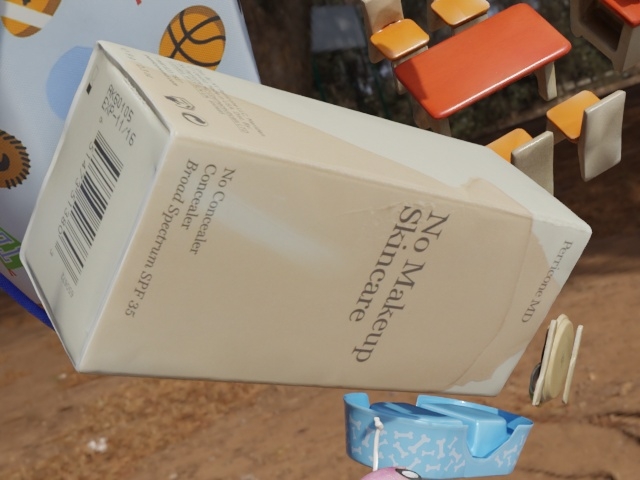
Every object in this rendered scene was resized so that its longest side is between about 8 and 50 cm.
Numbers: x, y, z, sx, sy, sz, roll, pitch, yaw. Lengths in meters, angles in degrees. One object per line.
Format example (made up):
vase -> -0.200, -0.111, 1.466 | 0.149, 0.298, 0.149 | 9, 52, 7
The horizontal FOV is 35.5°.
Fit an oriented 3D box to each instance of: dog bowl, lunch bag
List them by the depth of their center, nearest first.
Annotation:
lunch bag -> -0.247, -0.151, 0.710 | 0.239, 0.327, 0.385 | -37, 47, -28
dog bowl -> 0.149, 0.251, 1.283 | 0.166, 0.074, 0.297 | 10, 0, 44

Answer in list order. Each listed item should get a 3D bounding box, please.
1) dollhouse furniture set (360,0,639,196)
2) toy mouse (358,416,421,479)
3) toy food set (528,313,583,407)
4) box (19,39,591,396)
dollhouse furniture set -> 0.196, -0.193, 0.940 | 0.259, 0.262, 0.135 | -29, -36, -10
toy mouse -> 0.028, 0.161, 0.453 | 0.031, 0.160, 0.143 | 12, -12, -23
toy food set -> 0.309, 0.163, 1.356 | 0.039, 0.132, 0.192 | 12, -3, 26
box -> 0.000, 0.000, 0.606 | 0.311, 0.148, 0.121 | 8, 26, -37
